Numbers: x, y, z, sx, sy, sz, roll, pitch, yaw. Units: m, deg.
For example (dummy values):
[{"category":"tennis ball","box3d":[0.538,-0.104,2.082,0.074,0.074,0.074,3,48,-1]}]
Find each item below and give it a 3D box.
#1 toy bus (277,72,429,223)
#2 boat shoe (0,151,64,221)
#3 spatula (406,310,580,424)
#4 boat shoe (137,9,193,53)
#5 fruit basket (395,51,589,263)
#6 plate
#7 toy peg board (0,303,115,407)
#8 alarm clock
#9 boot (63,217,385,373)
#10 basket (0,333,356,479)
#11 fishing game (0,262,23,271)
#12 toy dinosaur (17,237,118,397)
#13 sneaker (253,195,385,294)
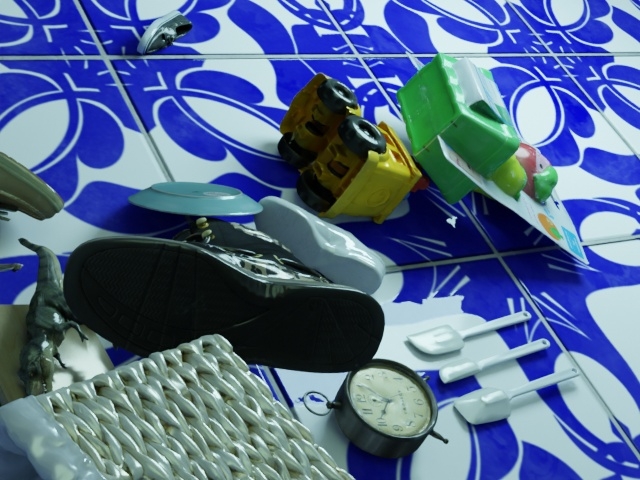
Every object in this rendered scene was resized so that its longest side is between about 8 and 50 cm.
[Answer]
[{"category":"toy bus","box3d":[0.065,-0.136,1.797,0.211,0.149,0.220,11,39,-39]},{"category":"boat shoe","box3d":[-0.472,-0.082,1.483,0.285,0.104,0.089,23,72,3]},{"category":"spatula","box3d":[0.258,0.177,1.660,0.242,0.019,0.168,-10,47,-37]},{"category":"boat shoe","box3d":[-0.256,-0.343,1.901,0.040,0.049,0.142,31,38,3]},{"category":"fruit basket","box3d":[0.299,-0.150,1.895,0.353,0.165,0.327,27,32,-26]},{"category":"plate","box3d":[-0.172,-0.061,1.588,0.188,0.024,0.188,5,10,-1]},{"category":"toy peg board","box3d":[-0.330,0.159,1.327,0.161,0.079,0.161,3,44,-48]},{"category":"alarm clock","box3d":[0.065,0.216,1.474,0.192,0.064,0.129,10,43,-23]},{"category":"boot","box3d":[-0.139,0.051,1.387,0.377,0.138,0.284,9,10,-22]},{"category":"basket","box3d":[-0.143,0.312,1.058,0.328,0.331,0.266,45,41,19]},{"category":"fishing game","box3d":[-0.464,0.089,1.274,0.264,0.189,0.041,-33,111,-45]},{"category":"toy dinosaur","box3d":[-0.294,0.083,1.338,0.118,0.064,0.268,16,31,-24]},{"category":"sneaker","box3d":[0.000,0.000,1.671,0.212,0.080,0.094,34,28,-3]}]
